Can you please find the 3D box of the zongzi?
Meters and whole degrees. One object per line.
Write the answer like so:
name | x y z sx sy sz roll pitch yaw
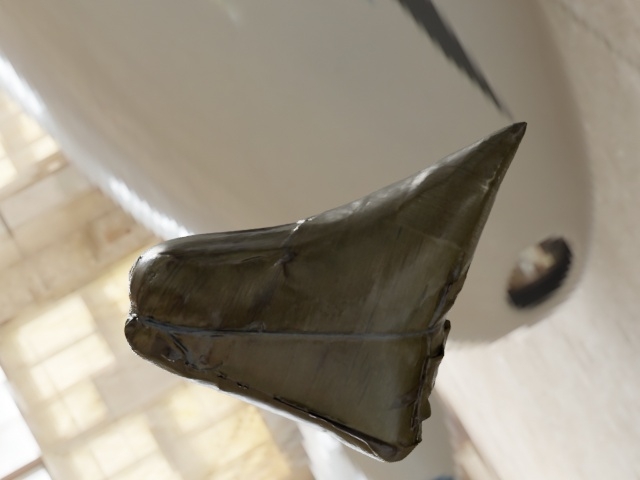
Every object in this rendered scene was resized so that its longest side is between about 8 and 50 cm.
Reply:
zongzi | 0.000 0.000 1.603 0.323 0.360 0.160 21 -166 -6
